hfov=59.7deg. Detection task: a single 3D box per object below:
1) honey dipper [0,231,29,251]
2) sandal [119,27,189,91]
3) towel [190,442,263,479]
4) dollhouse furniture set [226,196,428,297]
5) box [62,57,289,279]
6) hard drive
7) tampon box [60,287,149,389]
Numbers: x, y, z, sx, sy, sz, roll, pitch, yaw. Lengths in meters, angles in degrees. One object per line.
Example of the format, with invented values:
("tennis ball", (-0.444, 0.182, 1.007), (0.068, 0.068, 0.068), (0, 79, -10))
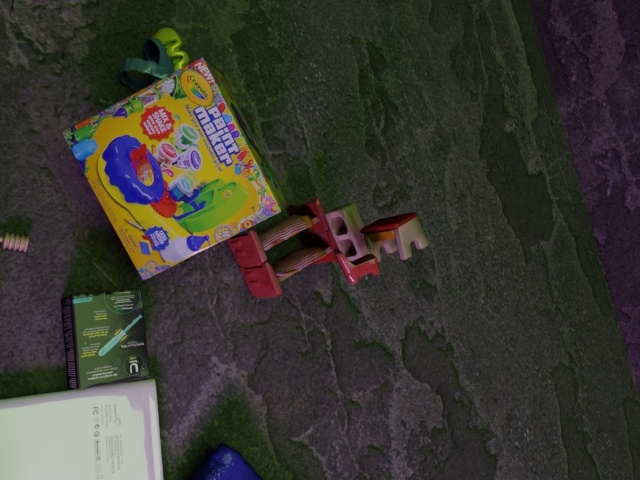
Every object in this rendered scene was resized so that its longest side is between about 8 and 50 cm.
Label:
("honey dipper", (-0.583, -0.008, 0.942), (0.160, 0.030, 0.030), (12, 73, -31))
("sandal", (-0.303, -0.273, 1.149), (0.138, 0.126, 0.317), (-30, 89, -32))
("towel", (-0.221, 0.561, 1.037), (0.308, 0.076, 0.227), (-50, 123, -32))
("dollhouse furniture set", (0.000, 0.000, 1.137), (0.201, 0.374, 0.152), (-30, 101, -37))
("box", (-0.250, -0.129, 1.028), (0.279, 0.177, 0.290), (-27, 97, 5))
("hard drive", (-0.448, 0.374, 0.932), (0.353, 0.047, 0.233), (0, 75, -35))
("tampon box", (-0.385, 0.173, 0.994), (0.120, 0.101, 0.161), (-2, 82, -35))
